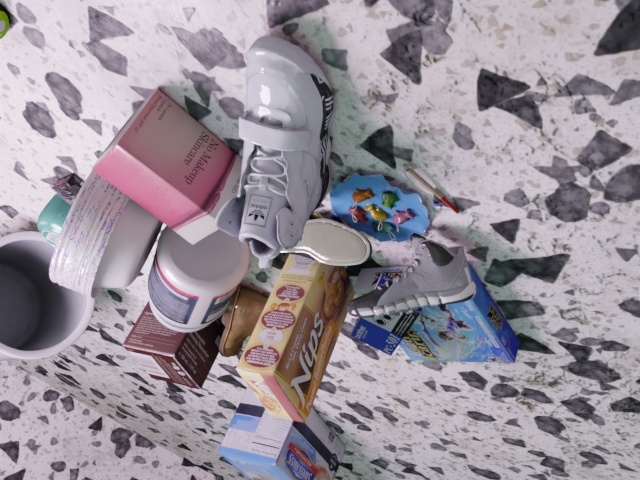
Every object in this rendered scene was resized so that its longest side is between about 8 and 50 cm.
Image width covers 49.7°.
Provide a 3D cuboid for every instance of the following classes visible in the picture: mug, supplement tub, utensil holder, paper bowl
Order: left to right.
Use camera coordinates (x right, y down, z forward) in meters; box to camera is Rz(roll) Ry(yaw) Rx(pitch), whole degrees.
[{"bbox_3d":[-0.853,0.171,1.898,0.385,0.328,0.327,-15,130,47],"label":"utensil holder"},{"bbox_3d":[-0.602,-0.027,1.658,0.129,0.097,0.158,8,143,24],"label":"mug"},{"bbox_3d":[-0.403,-0.022,1.364,0.148,0.284,0.284,25,147,-7],"label":"paper bowl"},{"bbox_3d":[-0.272,0.075,1.498,0.191,0.191,0.272,28,147,-5],"label":"supplement tub"}]

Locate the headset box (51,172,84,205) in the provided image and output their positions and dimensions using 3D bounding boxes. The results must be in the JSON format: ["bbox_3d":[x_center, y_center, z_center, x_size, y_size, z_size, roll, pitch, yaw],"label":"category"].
[{"bbox_3d":[-0.565,-0.114,1.572,0.083,0.032,0.062,-11,133,41],"label":"headset box"}]

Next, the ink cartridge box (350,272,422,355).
[{"bbox_3d":[0.131,0.149,1.360,0.097,0.046,0.207,26,147,4],"label":"ink cartridge box"}]

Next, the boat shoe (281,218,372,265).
[{"bbox_3d":[0.000,0.000,1.316,0.233,0.084,0.079,8,-179,32],"label":"boat shoe"}]

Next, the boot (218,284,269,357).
[{"bbox_3d":[-0.188,0.221,1.738,0.115,0.112,0.305,14,145,-3],"label":"boot"}]

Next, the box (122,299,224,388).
[{"bbox_3d":[-0.364,0.243,1.785,0.166,0.203,0.169,6,143,27],"label":"box"}]

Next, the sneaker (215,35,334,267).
[{"bbox_3d":[-0.071,-0.119,1.077,0.137,0.210,0.366,14,146,15],"label":"sneaker"}]

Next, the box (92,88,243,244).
[{"bbox_3d":[-0.260,-0.128,1.244,0.232,0.149,0.126,39,144,-21],"label":"box"}]

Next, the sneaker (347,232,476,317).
[{"bbox_3d":[0.151,0.057,1.219,0.228,0.132,0.086,-11,179,4],"label":"sneaker"}]

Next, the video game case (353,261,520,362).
[{"bbox_3d":[0.236,0.153,1.396,0.244,0.061,0.269,-5,137,39],"label":"video game case"}]

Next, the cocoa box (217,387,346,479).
[{"bbox_3d":[-0.115,0.662,2.186,0.231,0.228,0.347,1,140,32],"label":"cocoa box"}]

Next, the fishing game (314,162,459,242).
[{"bbox_3d":[0.101,-0.049,1.222,0.189,0.041,0.264,38,145,-24],"label":"fishing game"}]

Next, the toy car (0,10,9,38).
[{"bbox_3d":[-0.639,-0.363,1.127,0.155,0.188,0.149,21,147,6],"label":"toy car"}]

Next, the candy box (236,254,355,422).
[{"bbox_3d":[-0.038,0.171,1.364,0.087,0.317,0.183,5,142,27],"label":"candy box"}]
